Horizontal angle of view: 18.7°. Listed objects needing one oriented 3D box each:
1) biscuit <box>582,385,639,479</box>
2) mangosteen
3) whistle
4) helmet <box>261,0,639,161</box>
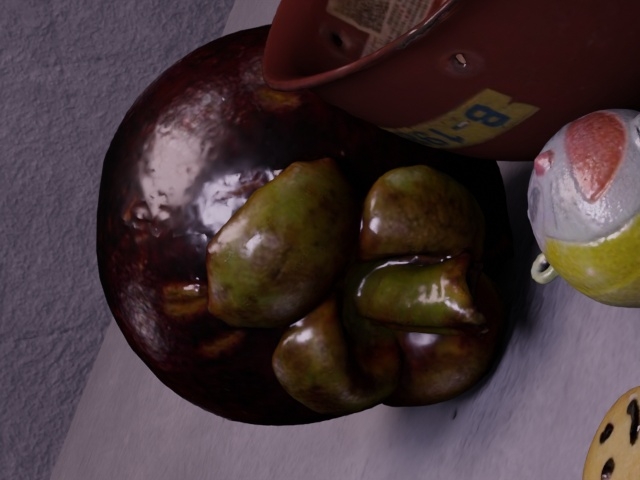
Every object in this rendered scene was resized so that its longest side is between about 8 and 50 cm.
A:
[{"bbox_3d":[0.208,0.075,1.036,0.234,0.030,0.153,-52,18,43],"label":"biscuit"},{"bbox_3d":[0.000,0.000,1.391,0.306,0.307,0.347,-64,31,10],"label":"mangosteen"},{"bbox_3d":[0.199,-0.045,1.107,0.223,0.123,0.123,-41,26,29],"label":"whistle"},{"bbox_3d":[0.156,-0.182,1.222,0.385,0.230,0.337,-17,43,59],"label":"helmet"}]
